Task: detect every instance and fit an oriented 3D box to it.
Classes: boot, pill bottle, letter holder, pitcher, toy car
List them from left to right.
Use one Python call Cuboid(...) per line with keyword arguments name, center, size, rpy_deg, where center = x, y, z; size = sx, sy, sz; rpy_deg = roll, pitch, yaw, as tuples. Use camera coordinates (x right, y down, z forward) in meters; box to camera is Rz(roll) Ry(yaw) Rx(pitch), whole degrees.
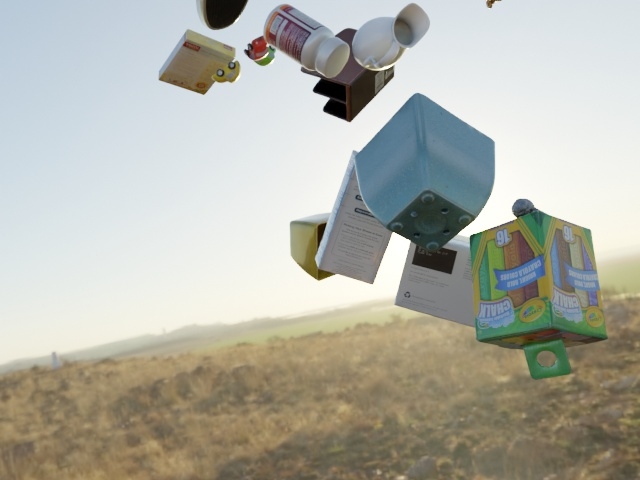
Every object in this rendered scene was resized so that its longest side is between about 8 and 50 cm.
Cuboid(name="boot", center=(-0.181, -0.467, 0.994), size=(0.088, 0.176, 0.244), rpy_deg=(-24, -32, -29))
Cuboid(name="toy car", center=(-0.200, -0.562, 2.003), size=(0.239, 0.053, 0.225), rpy_deg=(-28, 7, 36))
Cuboid(name="pill bottle", center=(-0.038, -0.532, 1.729), size=(0.121, 0.221, 0.121), rpy_deg=(-43, -22, -23))
Cuboid(name="letter holder", center=(0.090, -0.573, 2.201), size=(0.214, 0.152, 0.302), rpy_deg=(25, 54, 23))
Cuboid(name="pitcher", center=(0.153, -0.480, 1.601), size=(0.177, 0.125, 0.207), rpy_deg=(-54, 22, -18))

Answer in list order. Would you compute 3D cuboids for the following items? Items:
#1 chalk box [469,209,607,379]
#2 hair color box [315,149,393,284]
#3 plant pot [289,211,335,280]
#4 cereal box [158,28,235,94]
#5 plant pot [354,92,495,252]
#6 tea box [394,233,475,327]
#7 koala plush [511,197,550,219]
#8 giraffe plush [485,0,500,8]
Cuboid(name="chalk box", center=(0.418, 0.117, 1.250), size=(0.179, 0.288, 0.180), rpy_deg=(15, -25, -32))
Cuboid(name="hair color box", center=(0.123, -0.066, 1.851), size=(0.174, 0.347, 0.105), rpy_deg=(17, 13, -11))
Cuboid(name="plant pot", center=(0.000, 0.000, 2.355), size=(0.212, 0.212, 0.187), rpy_deg=(-18, 26, -40))
Cuboid(name="cereal box", center=(-0.408, -0.581, 2.127), size=(0.173, 0.047, 0.240), rpy_deg=(14, -29, -33))
Cuboid(name="plant pot", center=(0.239, -0.124, 1.461), size=(0.248, 0.252, 0.247), rpy_deg=(27, -47, -22))
Cuboid(name="tea box", center=(0.416, 0.105, 1.909), size=(0.329, 0.219, 0.323), rpy_deg=(15, 10, 13))
Cuboid(name="koala plush", center=(0.680, -0.001, 1.995), size=(0.203, 0.196, 0.221), rpy_deg=(23, 12, -5))
Cuboid(name="giraffe plush", center=(0.590, -0.870, 2.129), size=(0.210, 0.170, 0.181), rpy_deg=(-3, -6, 33))
